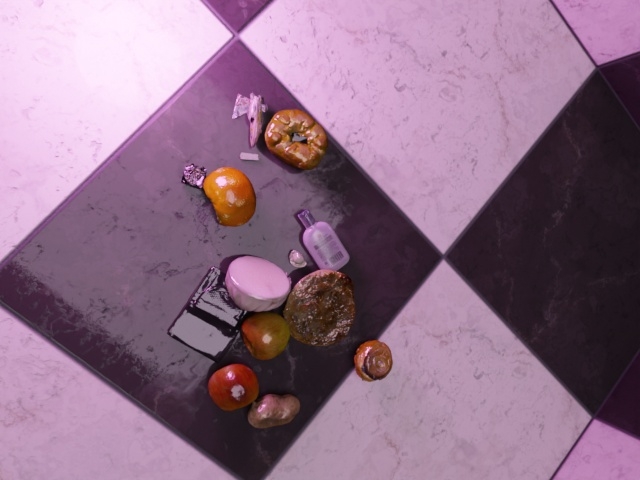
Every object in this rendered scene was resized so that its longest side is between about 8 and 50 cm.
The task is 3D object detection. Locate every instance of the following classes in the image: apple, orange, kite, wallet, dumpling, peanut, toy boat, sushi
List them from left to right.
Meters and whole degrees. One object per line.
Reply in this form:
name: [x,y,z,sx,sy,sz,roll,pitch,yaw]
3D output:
sushi: [-0.490,-0.254,1.839,0.083,0.056,0.084,16,89,-11]
wallet: [-0.421,0.300,1.900,0.247,0.041,0.323,35,81,-15]
orange: [-0.343,-0.172,1.829,0.179,0.158,0.237,-21,96,-39]
apple: [-0.346,0.587,1.893,0.195,0.160,0.173,-20,77,-23]
kite: [-0.297,-0.522,1.911,0.139,0.011,0.156,-26,101,-13]
toy boat: [-0.258,-0.478,1.886,0.066,0.084,0.210,3,97,-32]
apple: [-0.216,0.378,1.896,0.196,0.196,0.196,-1,93,-18]
peanut: [-0.194,0.702,1.955,0.224,0.129,0.129,0,93,-27]
dumpling: [-0.101,0.081,1.994,0.059,0.043,0.077,-42,121,5]

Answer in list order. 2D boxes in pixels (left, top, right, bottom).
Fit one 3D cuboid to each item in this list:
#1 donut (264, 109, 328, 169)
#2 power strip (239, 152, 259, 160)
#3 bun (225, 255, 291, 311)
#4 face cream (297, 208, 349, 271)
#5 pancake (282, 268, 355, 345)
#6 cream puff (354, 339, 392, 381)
donut: [-0.097,-0.411,1.920,0.261,0.128,0.208,37,81,-17]
power strip: [-0.287,-0.340,1.919,0.083,0.017,0.027,3,93,-18]
bun: [-0.262,0.202,1.868,0.263,0.263,0.175,17,119,-18]
face cream: [0.000,0.000,2.005,0.144,0.071,0.291,-36,104,-10]
pancake: [0.001,0.287,2.004,0.356,0.065,0.356,-8,110,-23]
cream puff: [0.228,0.533,2.082,0.189,0.129,0.189,2,86,-25]
